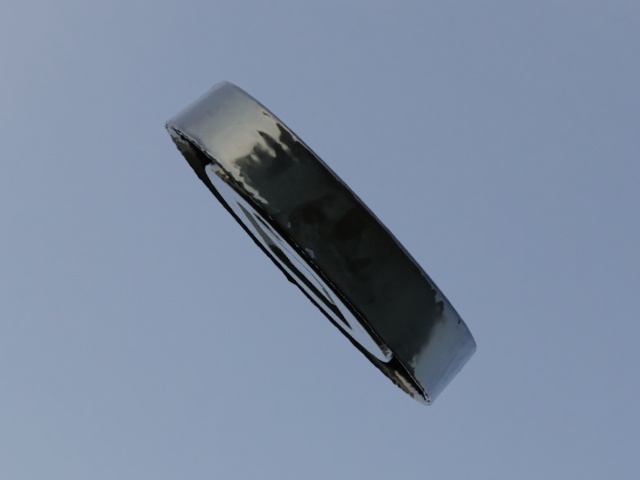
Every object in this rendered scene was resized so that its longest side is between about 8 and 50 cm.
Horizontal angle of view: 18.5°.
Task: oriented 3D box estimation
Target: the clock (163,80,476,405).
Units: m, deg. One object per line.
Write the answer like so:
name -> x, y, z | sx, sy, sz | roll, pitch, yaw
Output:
clock -> 0.000, 0.001, 1.610 | 0.319, 0.066, 0.319 | 46, -5, 5
